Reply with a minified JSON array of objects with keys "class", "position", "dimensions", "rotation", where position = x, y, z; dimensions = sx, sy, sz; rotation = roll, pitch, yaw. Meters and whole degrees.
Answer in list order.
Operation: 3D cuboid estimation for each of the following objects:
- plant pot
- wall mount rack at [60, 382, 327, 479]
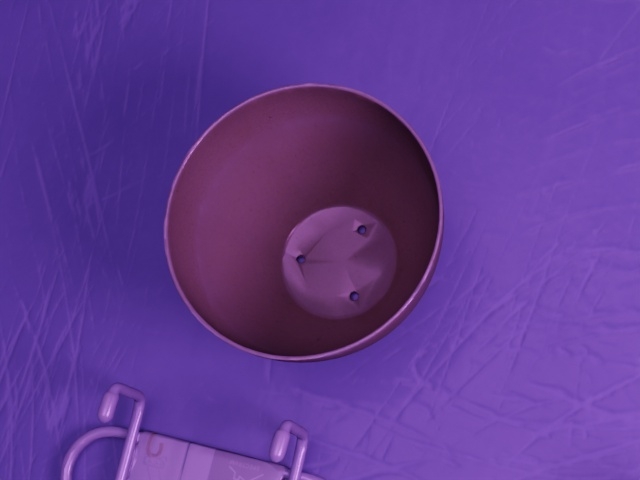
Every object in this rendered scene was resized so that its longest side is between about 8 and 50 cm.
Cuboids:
[{"class":"plant pot","position":[0.000,0.000,1.174],"dimensions":[0.284,0.191,0.284],"rotation":[-3,75,13]},{"class":"wall mount rack","position":[-0.154,0.319,1.155],"dimensions":[0.350,0.130,0.304],"rotation":[10,77,17]}]
